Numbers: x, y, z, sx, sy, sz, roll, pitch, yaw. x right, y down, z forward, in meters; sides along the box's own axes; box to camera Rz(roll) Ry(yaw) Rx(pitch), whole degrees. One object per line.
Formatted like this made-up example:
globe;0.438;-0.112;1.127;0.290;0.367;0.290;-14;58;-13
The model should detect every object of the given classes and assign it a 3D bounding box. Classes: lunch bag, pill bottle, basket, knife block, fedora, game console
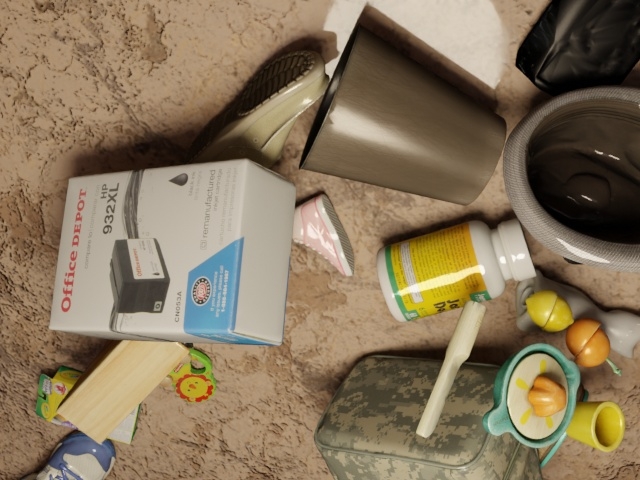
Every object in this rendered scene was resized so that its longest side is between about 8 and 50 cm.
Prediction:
lunch bag;0.174;0.333;1.195;0.305;0.212;0.256;-3;125;37
pill bottle;0.196;0.038;1.124;0.209;0.117;0.117;-17;114;15
basket;0.114;-0.146;1.025;0.227;0.154;0.204;20;112;-8
knife block;-0.256;0.159;1.184;0.088;0.275;0.242;42;144;-13
fedora;0.366;-0.068;0.988;0.276;0.124;0.243;8;75;9
game console;0.451;-0.221;0.999;0.361;0.044;0.213;29;119;-7

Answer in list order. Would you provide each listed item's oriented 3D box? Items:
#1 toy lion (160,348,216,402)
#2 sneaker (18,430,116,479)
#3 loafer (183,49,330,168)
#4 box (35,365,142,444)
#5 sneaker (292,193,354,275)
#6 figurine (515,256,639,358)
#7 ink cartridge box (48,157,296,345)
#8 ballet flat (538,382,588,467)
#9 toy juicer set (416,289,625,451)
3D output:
toy lion;-0.218;0.233;1.331;0.096;0.034;0.100;30;117;-16
sneaker;-0.489;0.466;1.431;0.112;0.131;0.296;42;113;-12
loafer;-0.077;-0.159;1.072;0.092;0.101;0.269;36;131;-29
box;-0.409;0.289;1.378;0.179;0.043;0.105;17;119;-4
sneaker;0.000;0.000;1.169;0.070;0.051;0.134;-19;110;18
figurine;0.419;0.067;1.133;0.210;0.092;0.214;20;119;-8
ink cartridge box;-0.202;0.022;1.055;0.308;0.129;0.223;-2;77;29
ballet flat;0.315;0.350;1.291;0.124;0.116;0.342;27;123;15
toy juicer set;0.284;0.165;1.024;0.329;0.089;0.209;11;82;-30
